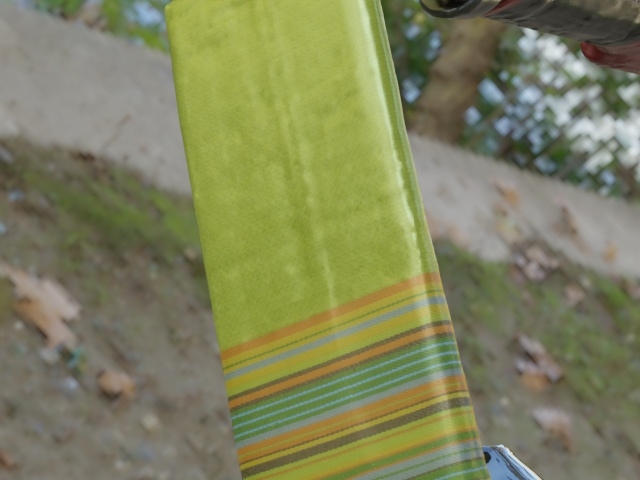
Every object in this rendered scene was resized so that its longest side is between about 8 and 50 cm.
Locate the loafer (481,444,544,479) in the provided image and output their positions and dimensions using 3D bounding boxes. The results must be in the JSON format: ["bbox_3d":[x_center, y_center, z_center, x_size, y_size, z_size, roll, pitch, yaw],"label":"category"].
[{"bbox_3d":[0.078,0.133,0.926,0.080,0.220,0.078,29,71,-39],"label":"loafer"}]

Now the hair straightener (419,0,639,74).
[{"bbox_3d":[0.054,-0.084,0.460,0.230,0.047,0.089,-3,75,-52],"label":"hair straightener"}]

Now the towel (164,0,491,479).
[{"bbox_3d":[0.000,0.000,0.739,0.021,0.102,0.237,13,61,-54],"label":"towel"}]
